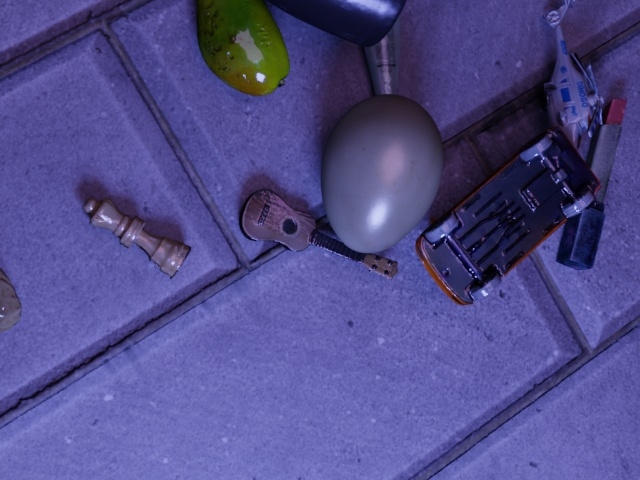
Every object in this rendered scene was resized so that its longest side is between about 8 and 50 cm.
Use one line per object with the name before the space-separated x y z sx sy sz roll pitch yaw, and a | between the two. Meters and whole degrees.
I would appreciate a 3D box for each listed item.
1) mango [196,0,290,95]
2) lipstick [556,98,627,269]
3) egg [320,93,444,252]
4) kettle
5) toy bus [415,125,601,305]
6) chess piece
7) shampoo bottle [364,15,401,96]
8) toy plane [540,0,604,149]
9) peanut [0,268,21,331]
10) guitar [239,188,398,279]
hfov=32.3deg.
mango | -0.135 -0.328 1.709 0.125 0.111 0.233 -32 93 -21
lipstick | 0.477 -0.104 1.923 0.051 0.051 0.312 19 78 -15
egg | 0.093 -0.104 1.724 0.189 0.188 0.253 20 83 -16
kettle | -0.025 -0.448 1.693 0.290 0.268 0.207 16 116 -18
toy bus | 0.291 -0.036 1.803 0.329 0.153 0.143 -40 97 -18
chess piece | -0.282 -0.010 1.669 0.172 0.060 0.060 32 77 -11
shampoo bottle | 0.105 -0.293 1.818 0.069 0.041 0.190 -4 88 -17
toy plane | 0.414 -0.288 1.877 0.107 0.182 0.273 -13 89 14
peanut | -0.512 0.060 1.572 0.194 0.083 0.093 36 90 -13
guitar | 0.000 0.000 1.764 0.271 0.038 0.083 23 80 -13
